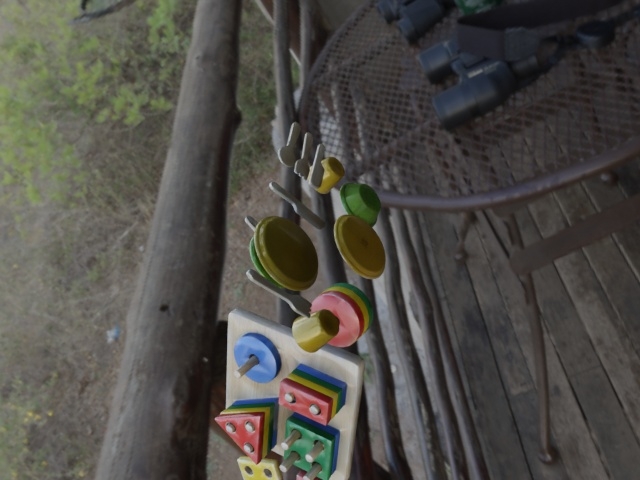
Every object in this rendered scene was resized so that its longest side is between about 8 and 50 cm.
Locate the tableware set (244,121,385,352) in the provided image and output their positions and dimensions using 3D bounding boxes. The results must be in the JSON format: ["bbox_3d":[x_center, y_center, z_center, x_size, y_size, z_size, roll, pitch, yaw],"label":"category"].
[{"bbox_3d":[0.000,0.000,0.417,0.024,0.104,0.154,-34,31,35],"label":"tableware set"}]

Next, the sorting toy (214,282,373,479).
[{"bbox_3d":[-0.036,0.152,0.572,0.132,0.275,0.046,19,29,25],"label":"sorting toy"}]
